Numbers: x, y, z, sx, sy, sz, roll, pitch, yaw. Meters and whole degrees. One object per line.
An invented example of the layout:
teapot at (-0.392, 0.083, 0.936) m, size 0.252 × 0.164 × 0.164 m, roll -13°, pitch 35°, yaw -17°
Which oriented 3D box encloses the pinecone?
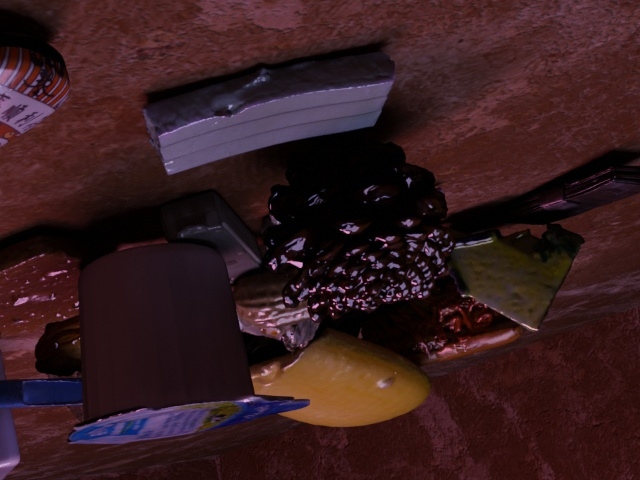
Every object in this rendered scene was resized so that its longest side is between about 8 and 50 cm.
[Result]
pinecone at (0.034, -0.020, 1.173) m, size 0.221 × 0.222 × 0.221 m, roll -14°, pitch 165°, yaw -4°

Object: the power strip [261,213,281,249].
power strip at (0.000, 0.000, 1.496) m, size 0.117 × 0.046 × 0.270 m, roll -17°, pitch 164°, yaw 7°

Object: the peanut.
peanut at (-0.023, 0.069, 1.470) m, size 0.194 × 0.083 × 0.093 m, roll -15°, pitch 169°, yaw -4°

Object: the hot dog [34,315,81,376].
hot dog at (-0.293, 0.145, 1.592) m, size 0.258 × 0.114 × 0.175 m, roll -4°, pitch 169°, yaw 15°

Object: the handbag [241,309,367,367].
handbag at (-0.045, 0.187, 2.053) m, size 0.247 × 0.079 × 0.260 m, roll -13°, pitch 162°, yaw -13°

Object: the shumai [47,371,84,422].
shumai at (-0.366, 0.228, 1.811) m, size 0.153 × 0.161 × 0.210 m, roll -31°, pitch 152°, yaw -32°

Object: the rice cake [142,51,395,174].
rice cake at (-0.048, -0.123, 1.015) m, size 0.237 × 0.043 × 0.127 m, roll -14°, pitch 165°, yaw -8°

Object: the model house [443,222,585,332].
model house at (0.289, 0.024, 1.697) m, size 0.211 × 0.170 × 0.194 m, roll 26°, pitch -172°, yaw 10°

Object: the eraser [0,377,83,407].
eraser at (-0.341, 0.229, 1.613) m, size 0.311 × 0.043 × 0.144 m, roll 5°, pitch 170°, yaw -41°

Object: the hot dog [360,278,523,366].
hot dog at (0.231, 0.157, 2.089) m, size 0.348 × 0.158 × 0.117 m, roll -17°, pitch 147°, yaw 20°

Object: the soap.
soap at (0.020, 0.267, 2.010) m, size 0.306 × 0.115 × 0.427 m, roll -27°, pitch 144°, yaw 29°

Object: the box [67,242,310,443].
box at (-0.166, 0.119, 1.273) m, size 0.291 × 0.207 × 0.262 m, roll -6°, pitch 165°, yaw -16°

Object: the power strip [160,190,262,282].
power strip at (-0.136, -0.001, 1.350) m, size 0.078 × 0.052 × 0.272 m, roll -16°, pitch 164°, yaw 5°

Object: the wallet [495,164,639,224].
wallet at (0.391, -0.067, 1.625) m, size 0.124 × 0.042 × 0.230 m, roll 2°, pitch 166°, yaw -41°

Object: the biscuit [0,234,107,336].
biscuit at (-0.360, 0.053, 1.335) m, size 0.278 × 0.043 × 0.301 m, roll -7°, pitch 160°, yaw -28°

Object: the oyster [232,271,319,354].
oyster at (-0.064, 0.112, 1.677) m, size 0.166 × 0.110 × 0.341 m, roll 19°, pitch 177°, yaw 24°

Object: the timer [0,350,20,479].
timer at (-0.594, 0.289, 1.658) m, size 0.194 × 0.195 × 0.192 m, roll -8°, pitch 163°, yaw -28°

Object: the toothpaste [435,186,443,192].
toothpaste at (0.095, -0.030, 1.443) m, size 0.169 × 0.028 × 0.045 m, roll -29°, pitch 163°, yaw -13°

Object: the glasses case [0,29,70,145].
glasses case at (-0.316, -0.090, 0.828) m, size 0.266 × 0.067 × 0.103 m, roll -21°, pitch 165°, yaw 23°
